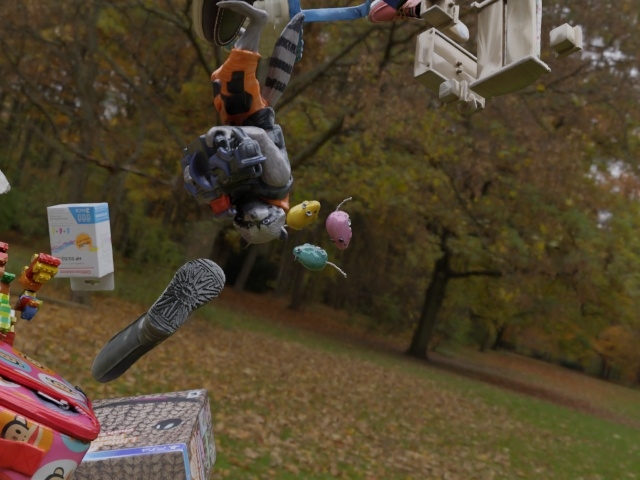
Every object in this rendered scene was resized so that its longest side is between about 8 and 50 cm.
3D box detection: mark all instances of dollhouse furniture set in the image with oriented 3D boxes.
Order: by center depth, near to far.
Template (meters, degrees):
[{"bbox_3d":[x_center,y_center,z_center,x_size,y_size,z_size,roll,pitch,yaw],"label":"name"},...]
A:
[{"bbox_3d":[0.371,-0.394,1.525,0.174,0.303,0.355,24,-27,-36],"label":"dollhouse furniture set"}]

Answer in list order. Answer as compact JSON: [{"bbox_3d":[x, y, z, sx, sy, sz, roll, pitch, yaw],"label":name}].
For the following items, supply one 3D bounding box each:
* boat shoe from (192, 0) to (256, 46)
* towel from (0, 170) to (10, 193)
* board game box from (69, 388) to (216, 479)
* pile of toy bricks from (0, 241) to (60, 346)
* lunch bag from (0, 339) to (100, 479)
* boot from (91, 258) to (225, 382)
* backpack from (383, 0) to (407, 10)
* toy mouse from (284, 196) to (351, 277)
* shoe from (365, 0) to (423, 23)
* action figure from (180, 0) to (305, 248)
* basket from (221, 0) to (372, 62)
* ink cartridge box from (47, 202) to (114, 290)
[{"bbox_3d":[-0.092,-0.364,1.063,0.092,0.285,0.103,39,44,8],"label":"boat shoe"},{"bbox_3d":[-0.468,-0.102,0.880,0.187,0.049,0.282,52,10,-3],"label":"towel"},{"bbox_3d":[-0.320,0.384,1.389,0.232,0.141,0.291,-6,9,0],"label":"board game box"},{"bbox_3d":[-0.465,0.105,1.152,0.118,0.105,0.212,21,-51,-37],"label":"pile of toy bricks"},{"bbox_3d":[-0.395,0.175,0.876,0.293,0.120,0.258,32,-8,-20],"label":"lunch bag"},{"bbox_3d":[-0.257,0.130,1.258,0.076,0.189,0.208,46,-45,2],"label":"boot"},{"bbox_3d":[0.127,-0.433,1.199,0.101,0.120,0.098,41,-25,-1],"label":"backpack"},{"bbox_3d":[0.000,0.000,1.276,0.161,0.143,0.031,-31,-9,27],"label":"toy mouse"},{"bbox_3d":[0.204,-0.575,1.974,0.178,0.063,0.081,-21,36,-8],"label":"shoe"},{"bbox_3d":[-0.085,-0.153,1.093,0.179,0.330,0.341,-6,7,-22],"label":"action figure"},{"bbox_3d":[-0.043,-0.420,1.368,0.289,0.201,0.255,-2,-2,-6],"label":"basket"},{"bbox_3d":[-0.481,0.018,1.601,0.104,0.181,0.061,-1,9,14],"label":"ink cartridge box"}]
